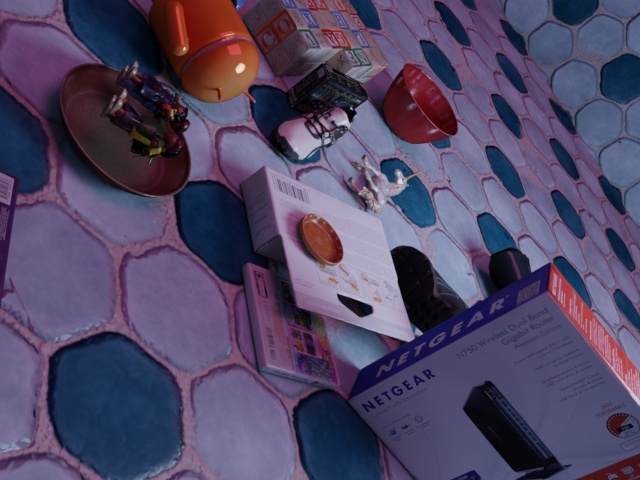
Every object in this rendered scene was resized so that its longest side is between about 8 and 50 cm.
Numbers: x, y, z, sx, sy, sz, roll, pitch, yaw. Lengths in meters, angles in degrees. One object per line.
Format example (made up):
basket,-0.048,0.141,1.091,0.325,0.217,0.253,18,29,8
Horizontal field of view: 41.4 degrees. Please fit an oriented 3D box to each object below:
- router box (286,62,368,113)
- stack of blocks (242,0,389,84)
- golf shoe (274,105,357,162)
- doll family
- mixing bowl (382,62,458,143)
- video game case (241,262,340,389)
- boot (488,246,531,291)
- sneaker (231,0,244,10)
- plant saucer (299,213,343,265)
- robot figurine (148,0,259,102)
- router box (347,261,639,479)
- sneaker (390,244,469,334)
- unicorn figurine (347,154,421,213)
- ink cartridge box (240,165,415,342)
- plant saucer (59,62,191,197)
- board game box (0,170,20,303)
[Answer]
router box,0.013,-0.260,1.518,0.122,0.092,0.038,16,48,-49
stack of blocks,-0.001,-0.377,1.615,0.171,0.087,0.297,59,30,5
golf shoe,-0.006,-0.192,1.425,0.077,0.094,0.198,56,31,-3
doll family,-0.205,-0.154,1.047,0.111,0.076,0.193,36,32,-23
mixing bowl,0.196,-0.272,1.787,0.181,0.098,0.181,37,35,-31
video game case,-0.040,0.117,1.147,0.143,0.019,0.157,24,42,-43
boot,0.377,0.115,1.671,0.246,0.094,0.207,18,50,-56
sneaker,-0.207,-0.470,1.429,0.209,0.069,0.082,39,38,-28
plant saucer,0.000,0.000,1.206,0.083,0.013,0.083,36,34,-30
robot figurine,-0.172,-0.297,1.252,0.219,0.128,0.158,61,-14,9
router box,0.258,0.235,1.148,0.301,0.335,0.082,49,31,-10
sneaker,0.184,0.116,1.371,0.106,0.101,0.267,40,12,-49
unicorn figurine,0.106,-0.104,1.545,0.111,0.060,0.162,45,48,-20
ink cartridge box,0.015,0.036,1.264,0.275,0.060,0.239,22,45,-44
plant saucer,-0.250,-0.132,1.067,0.199,0.036,0.198,37,34,-31
board game box,-0.375,0.040,0.711,0.208,0.056,0.346,34,36,-40
